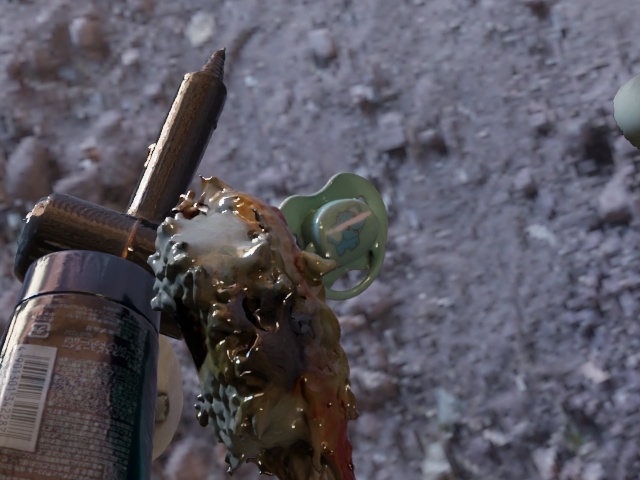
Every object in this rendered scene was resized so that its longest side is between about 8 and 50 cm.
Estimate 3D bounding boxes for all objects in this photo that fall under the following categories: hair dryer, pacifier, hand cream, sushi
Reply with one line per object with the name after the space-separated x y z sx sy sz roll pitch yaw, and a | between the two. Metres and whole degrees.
-0.177 -0.076 1.701 0.189 0.352 0.107 18 147 0 | hair dryer
0.000 0.000 1.673 0.117 0.150 0.126 -6 114 54 | pacifier
-0.144 0.109 0.910 0.270 0.120 0.061 -88 14 -52 | hand cream
-0.035 0.052 0.916 0.097 0.103 0.226 -42 64 31 | sushi

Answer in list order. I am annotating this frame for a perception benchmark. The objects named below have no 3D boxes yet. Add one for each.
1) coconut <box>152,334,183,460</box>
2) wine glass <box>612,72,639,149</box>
-0.267 0.187 1.945 0.222 0.202 0.202 2 105 47 | coconut
0.301 -0.124 1.242 0.079 0.079 0.195 69 157 5 | wine glass
